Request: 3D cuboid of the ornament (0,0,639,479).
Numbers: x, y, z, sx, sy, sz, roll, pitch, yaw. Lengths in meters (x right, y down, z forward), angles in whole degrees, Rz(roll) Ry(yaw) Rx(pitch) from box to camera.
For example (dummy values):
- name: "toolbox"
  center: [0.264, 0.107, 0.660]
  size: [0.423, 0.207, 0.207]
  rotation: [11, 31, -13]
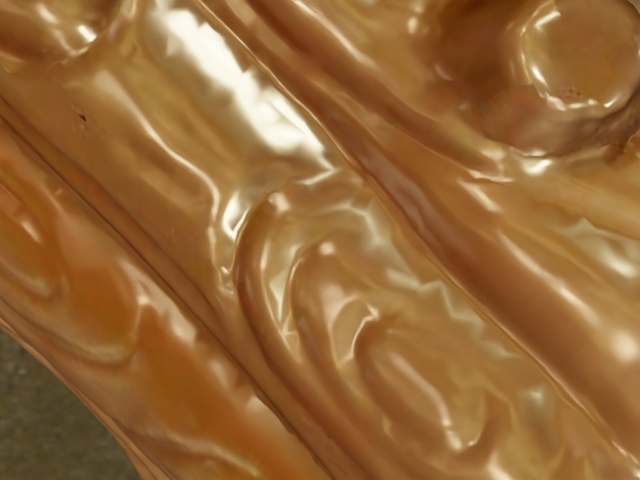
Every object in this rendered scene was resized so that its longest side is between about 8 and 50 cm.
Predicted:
- name: "ornament"
  center: [0.026, -0.018, 0.419]
  size: [0.235, 0.221, 0.217]
  rotation: [-35, 67, -21]
